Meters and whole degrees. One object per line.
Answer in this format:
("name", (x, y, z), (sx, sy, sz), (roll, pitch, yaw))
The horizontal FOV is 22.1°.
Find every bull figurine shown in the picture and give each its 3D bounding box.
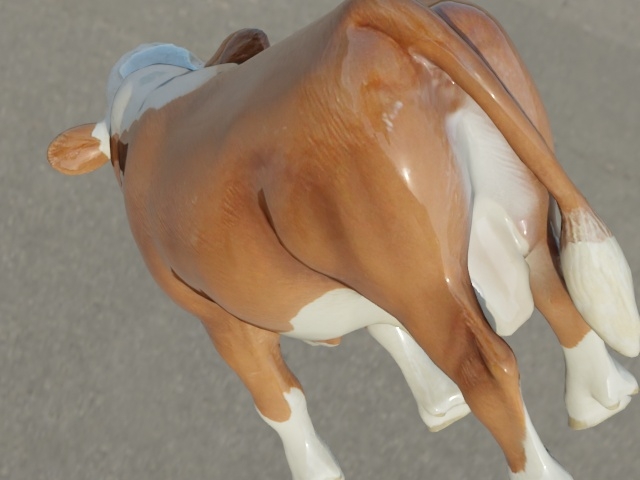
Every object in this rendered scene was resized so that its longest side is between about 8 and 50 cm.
("bull figurine", (0.000, 0.000, 0.588), (0.101, 0.310, 0.188), (-34, 99, -17))
